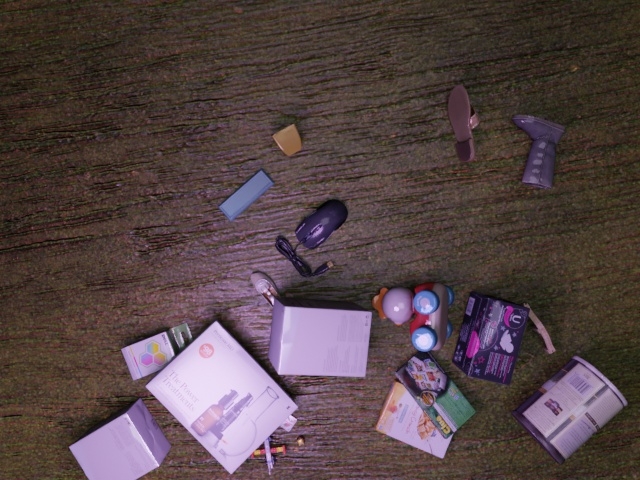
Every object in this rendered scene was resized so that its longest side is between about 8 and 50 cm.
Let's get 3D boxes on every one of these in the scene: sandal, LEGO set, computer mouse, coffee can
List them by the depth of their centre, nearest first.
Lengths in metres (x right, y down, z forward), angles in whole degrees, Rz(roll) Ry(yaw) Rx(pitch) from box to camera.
[{"bbox_3d":[0.771,0.527,1.675,0.275,0.201,0.201,-42,92,0],"label":"coffee can"},{"bbox_3d":[0.000,0.000,1.718,0.262,0.060,0.184,-36,91,1],"label":"computer mouse"},{"bbox_3d":[0.474,-0.377,1.721,0.079,0.088,0.239,-15,100,-32],"label":"sandal"},{"bbox_3d":[-0.177,0.623,1.734,0.244,0.060,0.182,35,92,1],"label":"LEGO set"}]

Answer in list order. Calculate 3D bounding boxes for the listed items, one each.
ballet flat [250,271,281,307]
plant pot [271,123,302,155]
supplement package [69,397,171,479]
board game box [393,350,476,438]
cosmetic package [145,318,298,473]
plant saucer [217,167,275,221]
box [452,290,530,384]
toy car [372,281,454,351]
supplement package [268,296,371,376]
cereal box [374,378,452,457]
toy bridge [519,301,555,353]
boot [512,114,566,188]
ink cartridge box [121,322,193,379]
[{"bbox_3d":[-0.162,0.168,1.724,0.057,0.052,0.168,-41,92,1],"label":"ballet flat"},{"bbox_3d":[-0.100,-0.315,1.700,0.082,0.081,0.083,-30,104,0],"label":"plant pot"},{"bbox_3d":[-0.620,0.645,1.681,0.203,0.149,0.194,-31,92,0],"label":"supplement package"},{"bbox_3d":[0.366,0.485,1.718,0.136,0.030,0.259,-34,82,-18],"label":"board game box"},{"bbox_3d":[-0.301,0.477,1.667,0.284,0.097,0.377,-44,95,-12],"label":"cosmetic package"},{"bbox_3d":[-0.240,-0.147,1.731,0.192,0.018,0.067,-41,92,-1],"label":"plant saucer"},{"bbox_3d":[0.531,0.302,1.684,0.142,0.163,0.247,15,92,-5],"label":"box"},{"bbox_3d":[0.276,0.228,1.688,0.238,0.219,0.210,4,93,28],"label":"toy car"},{"bbox_3d":[-0.008,0.288,1.633,0.263,0.198,0.199,6,91,-14],"label":"supplement package"},{"bbox_3d":[0.318,0.578,1.744,0.240,0.047,0.172,23,89,-1],"label":"cereal box"},{"bbox_3d":[0.704,0.283,1.736,0.026,0.063,0.188,-31,92,0],"label":"toy bridge"},{"bbox_3d":[0.680,-0.285,1.723,0.190,0.076,0.208,17,98,1],"label":"boot"},{"bbox_3d":[-0.513,0.353,1.718,0.210,0.062,0.108,-21,91,-1],"label":"ink cartridge box"}]
